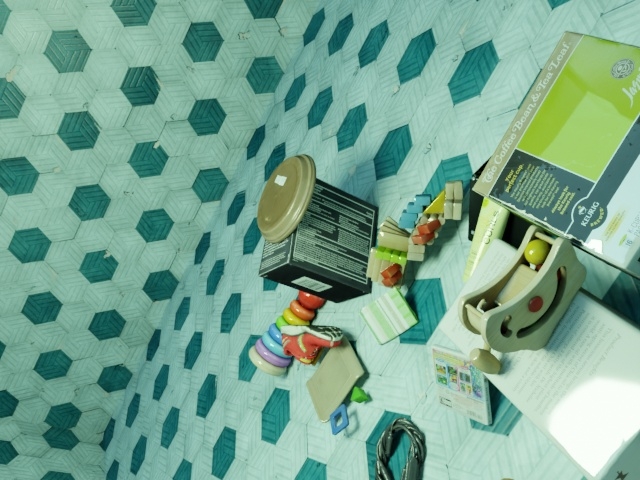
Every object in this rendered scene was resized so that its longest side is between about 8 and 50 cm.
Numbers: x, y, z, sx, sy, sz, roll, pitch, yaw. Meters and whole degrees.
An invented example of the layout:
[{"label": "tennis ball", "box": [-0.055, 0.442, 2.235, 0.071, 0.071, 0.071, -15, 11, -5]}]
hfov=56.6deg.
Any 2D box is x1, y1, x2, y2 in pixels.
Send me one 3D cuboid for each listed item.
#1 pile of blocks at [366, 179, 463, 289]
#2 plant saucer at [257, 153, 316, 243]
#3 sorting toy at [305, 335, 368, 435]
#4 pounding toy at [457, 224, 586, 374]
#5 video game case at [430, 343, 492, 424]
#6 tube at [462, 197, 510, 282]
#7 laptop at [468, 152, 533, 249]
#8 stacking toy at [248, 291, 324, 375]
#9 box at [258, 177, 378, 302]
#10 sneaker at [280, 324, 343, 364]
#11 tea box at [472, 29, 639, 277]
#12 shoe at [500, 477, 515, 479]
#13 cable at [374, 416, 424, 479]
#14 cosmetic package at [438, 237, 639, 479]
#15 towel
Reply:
[{"label": "pile of blocks", "box": [0.231, -0.016, 1.529, 0.362, 0.149, 0.112, -54, -2, 22]}, {"label": "plant saucer", "box": [-0.107, -0.126, 1.711, 0.278, 0.041, 0.277, -39, 39, 41]}, {"label": "sorting toy", "box": [0.046, 0.396, 1.701, 0.196, 0.047, 0.347, -55, 29, 15]}, {"label": "pounding toy", "box": [0.309, 0.096, 1.024, 0.269, 0.154, 0.155, -61, 30, 7]}, {"label": "video game case", "box": [0.304, 0.310, 1.292, 0.157, 0.019, 0.143, 6, 105, 60]}, {"label": "tube", "box": [0.380, -0.015, 1.349, 0.070, 0.062, 0.240, 18, 103, 19]}, {"label": "laptop", "box": [0.472, -0.109, 1.366, 0.264, 0.136, 0.234, -44, 28, -10]}, {"label": "stacking toy", "box": [-0.097, 0.275, 1.947, 0.330, 0.141, 0.141, -58, 30, 9]}, {"label": "box", "box": [0.000, 0.000, 1.790, 0.183, 0.296, 0.294, -24, 50, 51]}, {"label": "sneaker", "box": [-0.025, 0.311, 1.769, 0.279, 0.107, 0.118, -12, 75, 57]}, {"label": "tea box", "box": [0.513, -0.141, 1.040, 0.323, 0.220, 0.329, 39, 105, 43]}, {"label": "shoe", "box": [0.385, 0.527, 1.051, 0.077, 0.058, 0.219, -29, 43, 4]}, {"label": "cable", "box": [0.184, 0.514, 1.406, 0.150, 0.047, 0.184, -24, 53, 58]}, {"label": "cosmetic package", "box": [0.436, 0.201, 1.064, 0.230, 0.161, 0.453, -60, 30, 12]}, {"label": "towel", "box": [0.182, 0.202, 1.585, 0.152, 0.023, 0.113, -40, 77, 38]}]
